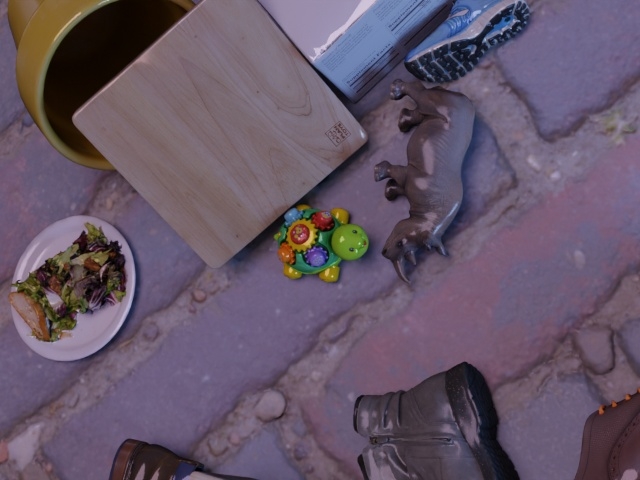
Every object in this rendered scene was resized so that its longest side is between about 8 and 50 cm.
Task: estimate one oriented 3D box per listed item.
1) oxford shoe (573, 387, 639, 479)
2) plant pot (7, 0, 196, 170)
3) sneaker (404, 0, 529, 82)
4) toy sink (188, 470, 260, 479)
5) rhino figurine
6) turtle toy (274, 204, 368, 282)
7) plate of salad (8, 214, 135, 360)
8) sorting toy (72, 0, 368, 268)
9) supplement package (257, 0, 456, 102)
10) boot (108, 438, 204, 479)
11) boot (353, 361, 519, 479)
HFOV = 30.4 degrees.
[{"bbox_3d":[0.343,0.184,1.200,0.132,0.130,0.364,31,87,36],"label":"oxford shoe"},{"bbox_3d":[-0.293,-0.257,1.537,0.254,0.254,0.239,-49,49,6],"label":"plant pot"},{"bbox_3d":[0.173,-0.254,1.432,0.162,0.063,0.073,-31,49,9],"label":"sneaker"},{"bbox_3d":[-0.028,0.351,1.303,0.234,0.153,0.131,11,81,25],"label":"toy sink"},{"bbox_3d":[0.121,-0.069,1.390,0.106,0.073,0.243,6,81,28],"label":"rhino figurine"},{"bbox_3d":[0.000,0.000,1.428,0.130,0.066,0.095,5,79,25],"label":"turtle toy"},{"bbox_3d":[-0.338,0.061,1.572,0.199,0.048,0.200,-6,74,23],"label":"plate of salad"},{"bbox_3d":[-0.122,-0.146,1.445,0.255,0.089,0.257,-40,108,5],"label":"sorting toy"},{"bbox_3d":[0.054,-0.346,1.449,0.262,0.145,0.204,-42,64,8],"label":"supplement package"},{"bbox_3d":[-0.206,0.356,1.418,0.106,0.082,0.219,5,85,22],"label":"boot"},{"bbox_3d":[0.131,0.268,1.306,0.161,0.083,0.247,-26,62,23],"label":"boot"}]
